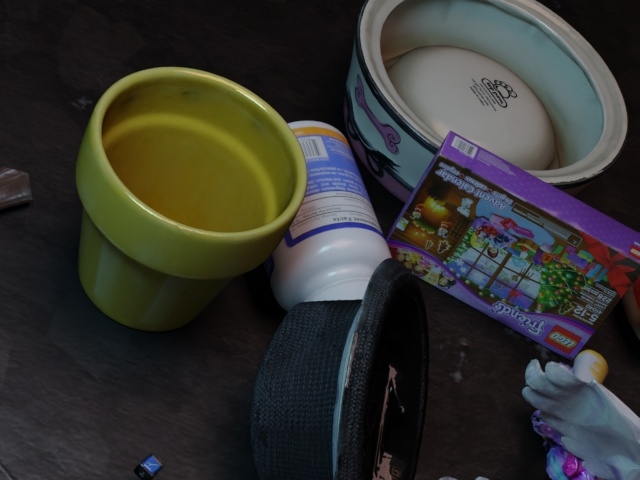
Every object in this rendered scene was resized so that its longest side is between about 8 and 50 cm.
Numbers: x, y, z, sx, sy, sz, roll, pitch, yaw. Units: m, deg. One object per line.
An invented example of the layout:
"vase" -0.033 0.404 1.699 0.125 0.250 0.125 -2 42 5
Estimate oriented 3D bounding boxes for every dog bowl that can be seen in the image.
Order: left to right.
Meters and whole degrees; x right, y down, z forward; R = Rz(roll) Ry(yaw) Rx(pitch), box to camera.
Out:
"dog bowl" 0.213 -0.184 2.247 0.408 0.150 0.408 14 46 -15

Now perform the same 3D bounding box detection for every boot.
"boot" -0.408 -0.072 1.917 0.114 0.037 0.106 -31 82 -38

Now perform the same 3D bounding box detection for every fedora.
"fedora" 0.013 0.181 1.778 0.152 0.334 0.334 4 42 18

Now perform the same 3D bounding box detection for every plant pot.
"plant pot" -0.169 -0.028 1.854 0.254 0.239 0.254 13 47 -15

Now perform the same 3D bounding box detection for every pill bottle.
"pill bottle" 0.000 0.000 1.976 0.152 0.152 0.272 0 52 -27

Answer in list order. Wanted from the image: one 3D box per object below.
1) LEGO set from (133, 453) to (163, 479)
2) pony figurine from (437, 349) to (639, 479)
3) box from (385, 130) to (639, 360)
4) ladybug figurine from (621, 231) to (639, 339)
"LEGO set" -0.188 0.344 1.668 0.182 0.060 0.244 -4 62 -34
"pony figurine" 0.314 0.280 1.835 0.351 0.303 0.363 36 29 -5
"box" 0.244 0.011 2.054 0.293 0.201 0.057 28 44 0
"ladybug figurine" 0.600 0.045 2.227 0.449 0.162 0.305 -25 66 -39
